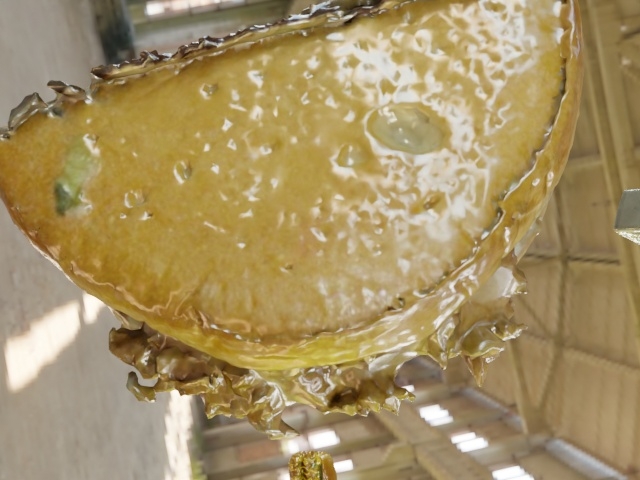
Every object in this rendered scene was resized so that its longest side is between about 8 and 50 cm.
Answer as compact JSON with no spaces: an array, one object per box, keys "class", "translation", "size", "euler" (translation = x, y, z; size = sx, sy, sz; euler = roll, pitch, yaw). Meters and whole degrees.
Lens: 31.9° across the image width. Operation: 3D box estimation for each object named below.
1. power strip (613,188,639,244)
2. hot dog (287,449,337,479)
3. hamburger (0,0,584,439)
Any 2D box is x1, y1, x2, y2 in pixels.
[{"class":"power strip","translation":[0.332,0.000,0.965],"size":[0.075,0.175,0.042],"euler":[2,-109,60]},{"class":"hot dog","translation":[-0.007,0.370,1.575],"size":[0.045,0.071,0.165],"euler":[-45,130,-74]},{"class":"hamburger","translation":[0.000,0.000,0.848],"size":[0.268,0.445,0.287],"euler":[77,-1,-73]}]
